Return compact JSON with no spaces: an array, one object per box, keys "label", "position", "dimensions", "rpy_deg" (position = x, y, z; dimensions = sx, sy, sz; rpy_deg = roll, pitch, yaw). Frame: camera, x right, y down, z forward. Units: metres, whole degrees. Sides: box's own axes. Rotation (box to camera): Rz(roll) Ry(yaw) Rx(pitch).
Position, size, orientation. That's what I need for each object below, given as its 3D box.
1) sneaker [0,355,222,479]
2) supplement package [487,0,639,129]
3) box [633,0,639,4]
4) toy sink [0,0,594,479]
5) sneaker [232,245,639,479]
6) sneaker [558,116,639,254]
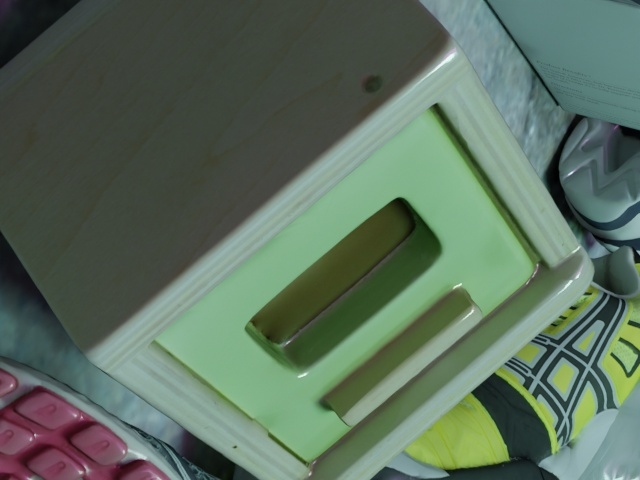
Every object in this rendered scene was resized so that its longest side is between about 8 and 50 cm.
[{"label":"sneaker","position":[-0.082,0.131,0.634],"dimensions":[0.121,0.112,0.299],"rpy_deg":[-41,130,2]},{"label":"supplement package","position":[0.171,-0.141,0.893],"dimensions":[0.105,0.105,0.179],"rpy_deg":[-66,150,-9]},{"label":"box","position":[0.166,-0.268,0.742],"dimensions":[0.270,0.143,0.165],"rpy_deg":[-55,165,-26]},{"label":"toy sink","position":[0.000,0.000,0.615],"dimensions":[0.153,0.131,0.234],"rpy_deg":[-40,147,1]},{"label":"sneaker","position":[0.080,0.086,0.878],"dimensions":[0.385,0.145,0.147],"rpy_deg":[-3,76,-54]},{"label":"sneaker","position":[0.248,-0.074,1.066],"dimensions":[0.235,0.094,0.153],"rpy_deg":[-59,149,-20]}]
